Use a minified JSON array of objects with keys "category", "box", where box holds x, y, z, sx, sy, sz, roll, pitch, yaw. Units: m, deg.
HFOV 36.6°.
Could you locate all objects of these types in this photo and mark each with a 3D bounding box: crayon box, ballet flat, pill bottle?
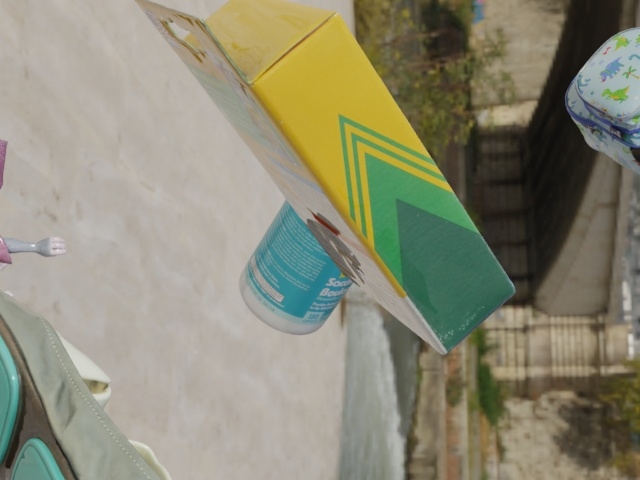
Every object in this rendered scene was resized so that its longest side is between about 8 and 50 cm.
[{"category":"crayon box","box":[0.002,-0.077,0.761,0.323,0.083,0.203,52,-7,-28]},{"category":"ballet flat","box":[-0.117,0.090,0.440,0.068,0.213,0.072,2,124,-44]},{"category":"pill bottle","box":[0.000,0.000,1.368,0.264,0.146,0.146,-57,-169,33]}]

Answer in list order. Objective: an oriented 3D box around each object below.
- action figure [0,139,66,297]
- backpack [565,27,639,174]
[{"category":"action figure","box":[-0.615,-0.015,1.637,0.276,0.248,0.370,7,60,-45]},{"category":"backpack","box":[0.254,-0.118,0.773,0.084,0.105,0.114,44,-1,-35]}]
